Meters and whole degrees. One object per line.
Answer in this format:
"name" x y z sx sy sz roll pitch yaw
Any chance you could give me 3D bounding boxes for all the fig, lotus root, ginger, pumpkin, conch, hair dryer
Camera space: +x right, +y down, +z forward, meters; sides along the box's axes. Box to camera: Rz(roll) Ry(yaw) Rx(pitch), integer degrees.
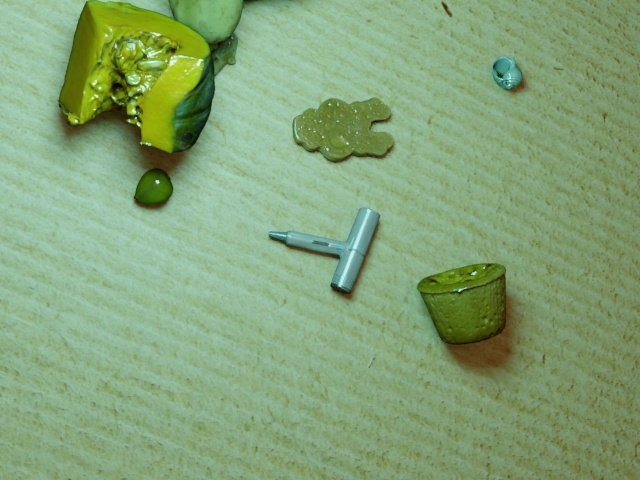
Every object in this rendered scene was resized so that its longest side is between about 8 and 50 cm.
"fig" -0.353 -0.109 1.775 0.088 0.074 0.074 -37 94 2
"lotus root" -0.233 -0.515 1.718 0.146 0.284 0.160 -20 48 -29
"ginger" -0.228 -0.402 1.859 0.057 0.044 0.137 41 72 11
"pumpkin" -0.358 -0.324 1.681 0.303 0.256 0.225 19 116 -9
"conch" 0.449 -0.401 2.040 0.076 0.056 0.085 7 51 2
"hair dryer" 0.002 -0.012 1.878 0.220 0.053 0.195 24 77 -5

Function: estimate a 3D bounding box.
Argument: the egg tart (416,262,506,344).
"egg tart" 0.325 0.143 1.873 0.203 0.202 0.147 -16 97 -17

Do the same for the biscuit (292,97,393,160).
"biscuit" 0.052 -0.254 1.922 0.236 0.040 0.144 -4 78 -14
